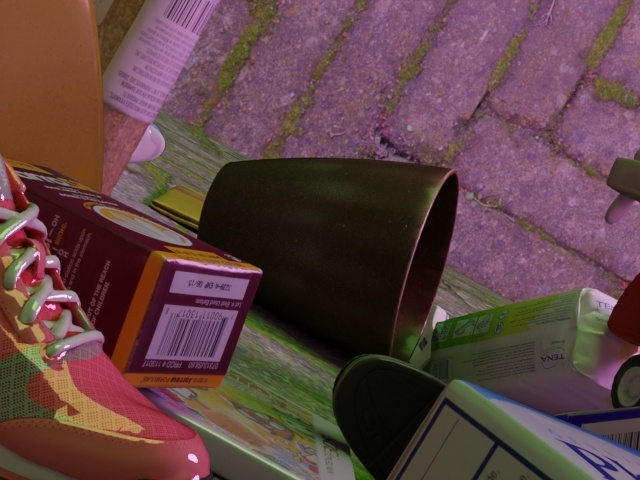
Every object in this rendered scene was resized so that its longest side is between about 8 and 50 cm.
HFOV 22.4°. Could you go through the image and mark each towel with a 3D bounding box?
[{"bbox_3d":[-0.151,-0.033,1.998,0.102,0.021,0.237,24,7,0],"label":"towel"}]

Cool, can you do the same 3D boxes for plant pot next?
[{"bbox_3d":[-0.266,-0.134,1.055,0.212,0.187,0.212,33,30,27],"label":"plant pot"},{"bbox_3d":[0.000,0.000,1.645,0.230,0.215,0.215,17,3,13],"label":"plant pot"}]

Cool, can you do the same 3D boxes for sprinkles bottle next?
[{"bbox_3d":[-0.166,-0.163,1.321,0.121,0.355,0.121,30,5,-3],"label":"sprinkles bottle"}]

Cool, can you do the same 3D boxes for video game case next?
[{"bbox_3d":[-0.079,0.106,1.064,0.227,0.026,0.206,29,5,-5],"label":"video game case"}]

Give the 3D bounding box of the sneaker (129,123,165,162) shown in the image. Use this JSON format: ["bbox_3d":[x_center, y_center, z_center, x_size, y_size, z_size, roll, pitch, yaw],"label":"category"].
[{"bbox_3d":[-0.272,-0.129,2.037,0.190,0.071,0.083,14,20,-38],"label":"sneaker"}]

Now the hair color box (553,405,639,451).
[{"bbox_3d":[0.371,0.237,1.397,0.339,0.110,0.185,28,-27,-35],"label":"hair color box"}]

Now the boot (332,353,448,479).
[{"bbox_3d":[0.080,0.146,1.208,0.236,0.085,0.178,37,1,-22],"label":"boot"}]

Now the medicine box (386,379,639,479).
[{"bbox_3d":[0.191,0.221,0.781,0.263,0.149,0.289,25,8,-43],"label":"medicine box"}]

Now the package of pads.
[{"bbox_3d":[0.290,0.154,1.659,0.296,0.101,0.229,25,-26,-31],"label":"package of pads"}]

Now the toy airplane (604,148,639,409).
[{"bbox_3d":[0.428,0.022,1.336,0.384,0.272,0.386,7,-20,15],"label":"toy airplane"}]

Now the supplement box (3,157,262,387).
[{"bbox_3d":[-0.145,0.016,0.976,0.188,0.081,0.104,25,7,30],"label":"supplement box"}]

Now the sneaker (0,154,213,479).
[{"bbox_3d":[-0.176,0.018,0.785,0.314,0.136,0.116,31,7,9],"label":"sneaker"}]

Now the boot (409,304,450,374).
[{"bbox_3d":[0.145,0.135,1.807,0.086,0.069,0.190,36,13,-7],"label":"boot"}]
